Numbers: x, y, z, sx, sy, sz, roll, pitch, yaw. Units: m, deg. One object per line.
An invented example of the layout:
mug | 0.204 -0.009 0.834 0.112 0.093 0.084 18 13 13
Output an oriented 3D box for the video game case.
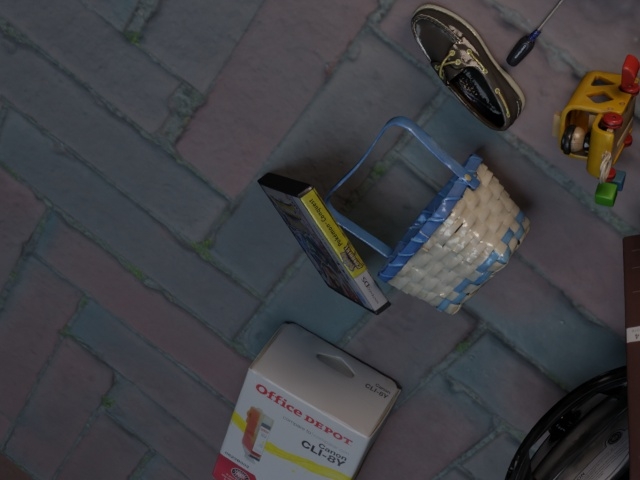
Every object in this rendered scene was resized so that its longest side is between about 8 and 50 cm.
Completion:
video game case | 0.000 0.000 1.948 0.248 0.035 0.275 56 170 -16

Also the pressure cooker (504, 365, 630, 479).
pressure cooker | 0.518 0.429 1.840 0.420 0.370 0.375 45 141 -5

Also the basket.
basket | 0.166 -0.038 1.812 0.289 0.201 0.255 37 137 -6

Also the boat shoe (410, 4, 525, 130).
boat shoe | 0.219 -0.263 1.703 0.228 0.068 0.081 44 134 -6

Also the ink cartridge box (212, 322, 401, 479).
ink cartridge box | -0.038 0.393 2.289 0.279 0.160 0.384 29 133 9

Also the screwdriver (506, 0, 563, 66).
screwdriver | 0.327 -0.315 1.633 0.170 0.024 0.025 -47 64 42

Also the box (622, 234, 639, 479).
box | 0.551 0.169 1.615 0.191 0.381 0.143 -15 152 37

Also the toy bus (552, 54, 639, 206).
toy bus | 0.387 -0.161 1.602 0.104 0.191 0.202 14 173 23
